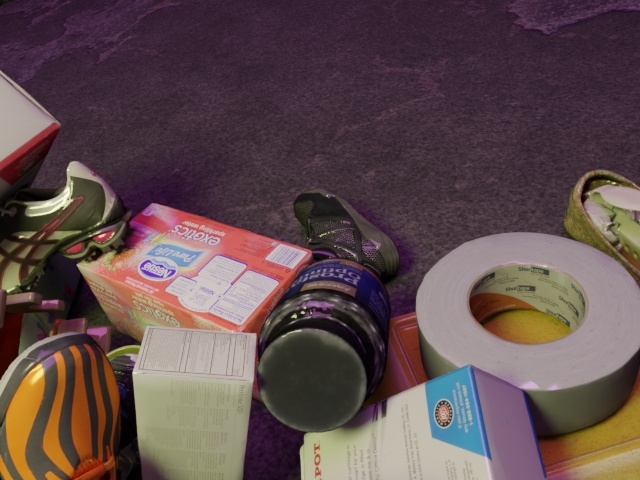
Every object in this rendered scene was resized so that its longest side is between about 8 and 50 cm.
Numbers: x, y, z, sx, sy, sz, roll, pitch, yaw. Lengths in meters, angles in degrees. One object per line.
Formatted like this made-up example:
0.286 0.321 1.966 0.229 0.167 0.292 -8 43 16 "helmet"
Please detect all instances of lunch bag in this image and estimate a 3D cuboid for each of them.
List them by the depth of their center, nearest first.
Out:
-0.500 0.094 0.922 0.224 0.107 0.279 -14 38 4 "lunch bag"

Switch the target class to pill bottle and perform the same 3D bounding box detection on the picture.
0.007 0.096 0.606 0.123 0.122 0.219 -7 9 9 "pill bottle"

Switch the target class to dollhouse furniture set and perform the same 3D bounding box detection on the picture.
-0.374 0.183 0.680 0.135 0.262 0.258 -6 70 12 "dollhouse furniture set"

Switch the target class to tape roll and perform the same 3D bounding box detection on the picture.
0.210 0.086 0.627 0.220 0.072 0.219 -8 38 6 "tape roll"

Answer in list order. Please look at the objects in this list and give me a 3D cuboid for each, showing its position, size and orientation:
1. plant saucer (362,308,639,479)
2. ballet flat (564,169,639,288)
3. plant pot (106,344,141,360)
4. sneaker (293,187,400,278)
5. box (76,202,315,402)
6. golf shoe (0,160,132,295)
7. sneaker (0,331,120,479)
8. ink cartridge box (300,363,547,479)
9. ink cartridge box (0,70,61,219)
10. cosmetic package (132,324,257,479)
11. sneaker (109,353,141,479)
0.216 0.161 0.654 0.333 0.080 0.332 -16 39 -3 "plant saucer"
0.421 0.023 0.737 0.123 0.123 0.348 -19 39 -7 "ballet flat"
-0.231 0.187 0.751 0.084 0.079 0.083 -9 38 7 "plant pot"
0.000 0.000 0.908 0.130 0.087 0.227 -25 45 -24 "sneaker"
-0.156 0.074 0.817 0.300 0.142 0.154 15 47 32 "box"
-0.390 -0.005 0.802 0.273 0.120 0.105 -28 30 -1 "golf shoe"
-0.184 0.244 0.508 0.180 0.320 0.125 21 23 35 "sneaker"
0.082 0.216 0.518 0.203 0.086 0.148 -35 43 36 "ink cartridge box"
-0.490 -0.052 0.781 0.306 0.131 0.226 -39 16 46 "ink cartridge box"
-0.117 0.184 0.580 0.099 0.238 0.060 7 38 -5 "cosmetic package"
-0.208 0.185 0.658 0.080 0.211 0.081 38 40 13 "sneaker"
